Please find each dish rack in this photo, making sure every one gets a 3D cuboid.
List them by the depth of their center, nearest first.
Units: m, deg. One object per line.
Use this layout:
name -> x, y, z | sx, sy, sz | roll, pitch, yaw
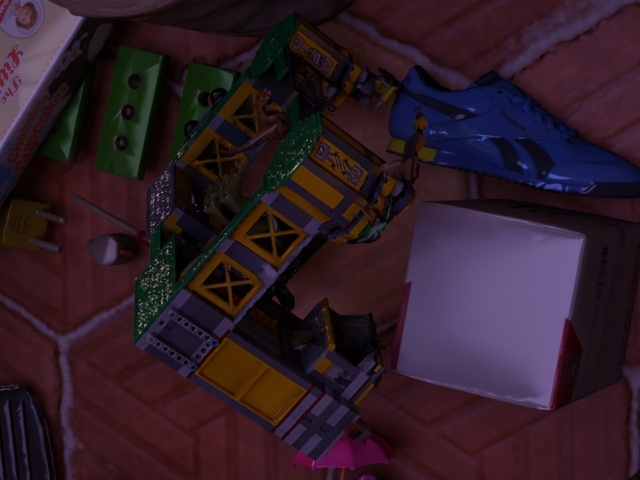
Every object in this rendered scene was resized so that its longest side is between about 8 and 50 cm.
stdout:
dish rack -> -0.364, 0.230, 1.542 | 0.271, 0.074, 0.208 | -6, 91, 23

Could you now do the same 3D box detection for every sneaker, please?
sneaker -> 0.151, -0.084, 1.306 | 0.209, 0.069, 0.082 | 16, 95, 22

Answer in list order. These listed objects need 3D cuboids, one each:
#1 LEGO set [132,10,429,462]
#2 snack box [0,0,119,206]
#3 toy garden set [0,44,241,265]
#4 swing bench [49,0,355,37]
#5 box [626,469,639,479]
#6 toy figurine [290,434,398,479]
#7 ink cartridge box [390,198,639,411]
LEGO set -> 0.000, 0.000, 1.254 | 0.192, 0.331, 0.255 | 35, 100, -19
snack box -> -0.275, -0.193, 1.437 | 0.187, 0.060, 0.322 | 37, 100, 18
toy garden set -> -0.192, -0.069, 1.467 | 0.244, 0.049, 0.204 | 15, 97, 21
swing bench -> -0.060, -0.269, 1.285 | 0.165, 0.253, 0.255 | 22, 102, 21
box -> 0.327, 0.248, 1.129 | 0.279, 0.290, 0.177 | -9, 90, 23
toy figurine -> 0.013, 0.231, 1.371 | 0.173, 0.130, 0.159 | 35, 97, -5
ink cartridge box -> 0.149, 0.041, 1.256 | 0.127, 0.176, 0.128 | 12, 97, 24
